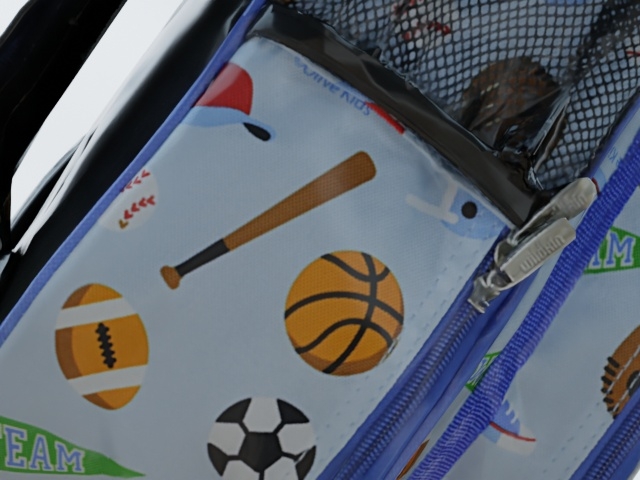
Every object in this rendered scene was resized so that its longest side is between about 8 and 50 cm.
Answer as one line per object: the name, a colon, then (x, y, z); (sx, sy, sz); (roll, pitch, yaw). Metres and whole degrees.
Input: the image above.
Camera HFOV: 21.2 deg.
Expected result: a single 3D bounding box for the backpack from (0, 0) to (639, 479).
backpack: (0.000, 0.000, 0.518); (0.213, 0.263, 0.276); (42, -13, 1)
